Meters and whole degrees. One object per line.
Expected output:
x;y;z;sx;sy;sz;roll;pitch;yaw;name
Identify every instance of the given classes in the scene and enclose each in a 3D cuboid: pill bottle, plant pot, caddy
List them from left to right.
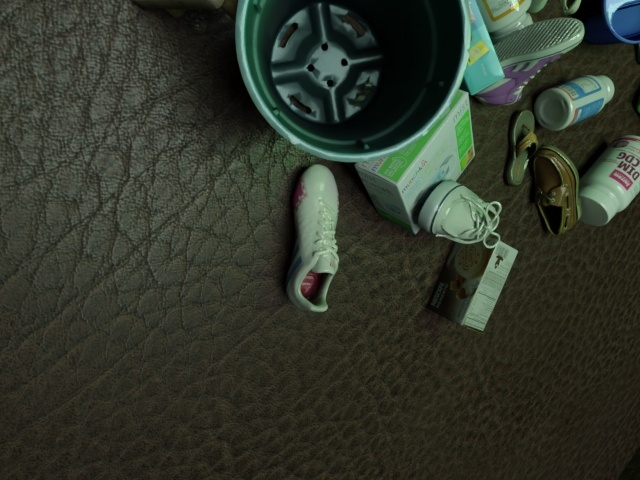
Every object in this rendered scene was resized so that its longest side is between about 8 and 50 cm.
0.033;-0.325;0.788;0.341;0.334;0.341;-2;105;-6;plant pot
0.424;-0.600;1.079;0.136;0.136;0.246;-47;118;-11;pill bottle
0.749;-0.410;1.303;0.221;0.124;0.124;-23;111;-21;pill bottle
0.940;-0.190;1.432;0.283;0.160;0.160;-46;118;-12;pill bottle
0.921;-0.696;1.261;0.341;0.179;0.241;-17;110;-8;caddy

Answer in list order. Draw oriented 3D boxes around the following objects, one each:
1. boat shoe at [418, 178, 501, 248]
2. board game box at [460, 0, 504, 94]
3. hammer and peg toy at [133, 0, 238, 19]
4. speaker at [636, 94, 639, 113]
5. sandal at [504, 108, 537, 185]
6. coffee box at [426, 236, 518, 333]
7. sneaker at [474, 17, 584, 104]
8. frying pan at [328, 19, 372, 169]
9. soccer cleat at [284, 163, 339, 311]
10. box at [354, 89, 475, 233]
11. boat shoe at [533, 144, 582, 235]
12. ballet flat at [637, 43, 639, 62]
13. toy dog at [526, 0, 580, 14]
0.366;-0.047;1.079;0.367;0.156;0.136;3;117;-58;boat shoe
0.255;-0.501;0.946;0.079;0.254;0.336;-28;117;15;board game box
-0.168;-0.543;0.726;0.127;0.266;0.361;26;88;-52;hammer and peg toy
1.201;-0.561;1.508;0.131;0.131;0.296;35;84;-30;speaker
0.588;-0.265;1.287;0.090;0.060;0.219;3;100;-29;sandal
0.419;0.111;1.239;0.098;0.141;0.246;23;91;-31;coffee box
0.507;-0.428;1.100;0.161;0.282;0.102;35;59;-38;sneaker
0.065;-0.297;1.008;0.326;0.053;0.197;41;81;-27;frying pan
0.000;0.000;0.988;0.116;0.143;0.331;2;100;-28;soccer cleat
0.225;-0.190;1.028;0.262;0.127;0.231;-52;148;-9;box
0.714;-0.143;1.352;0.104;0.110;0.307;-44;117;-14;boat shoe
1.063;-0.693;1.429;0.086;0.086;0.248;-39;116;-15;ballet flat
0.523;-0.711;1.052;0.161;0.220;0.334;-5;126;-3;toy dog
